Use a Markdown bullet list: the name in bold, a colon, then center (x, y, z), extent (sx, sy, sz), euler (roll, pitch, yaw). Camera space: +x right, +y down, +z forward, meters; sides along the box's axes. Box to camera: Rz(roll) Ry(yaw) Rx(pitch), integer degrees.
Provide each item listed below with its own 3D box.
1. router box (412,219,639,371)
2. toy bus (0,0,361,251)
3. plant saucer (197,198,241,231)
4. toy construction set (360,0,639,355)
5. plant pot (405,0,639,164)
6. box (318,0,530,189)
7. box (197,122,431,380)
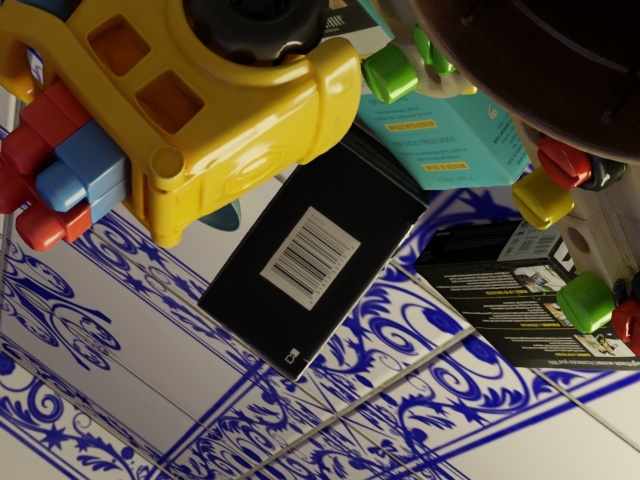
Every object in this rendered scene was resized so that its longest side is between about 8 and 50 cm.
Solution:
- **router box**: center (0.170, 0.043, 1.087), extent (0.133, 0.046, 0.179), euler (44, 158, -20)
- **toy bus**: center (-0.118, -0.103, 0.811), extent (0.220, 0.211, 0.149), euler (49, 163, 11)
- **plant saucer**: center (-0.120, -0.055, 1.361), extent (0.119, 0.021, 0.119), euler (31, 158, 15)
- **toy construction set**: center (0.141, -0.050, 0.774), extent (0.327, 0.151, 0.215), euler (47, 171, -25)
- **plant pot**: center (0.140, -0.146, 0.581), extent (0.167, 0.165, 0.167), euler (30, 157, 14)
- **box**: center (0.038, -0.136, 0.900), extent (0.244, 0.060, 0.100), euler (46, 157, -24)
- **box**: center (0.000, 0.000, 1.032), extent (0.093, 0.156, 0.158), euler (37, -170, -1)
